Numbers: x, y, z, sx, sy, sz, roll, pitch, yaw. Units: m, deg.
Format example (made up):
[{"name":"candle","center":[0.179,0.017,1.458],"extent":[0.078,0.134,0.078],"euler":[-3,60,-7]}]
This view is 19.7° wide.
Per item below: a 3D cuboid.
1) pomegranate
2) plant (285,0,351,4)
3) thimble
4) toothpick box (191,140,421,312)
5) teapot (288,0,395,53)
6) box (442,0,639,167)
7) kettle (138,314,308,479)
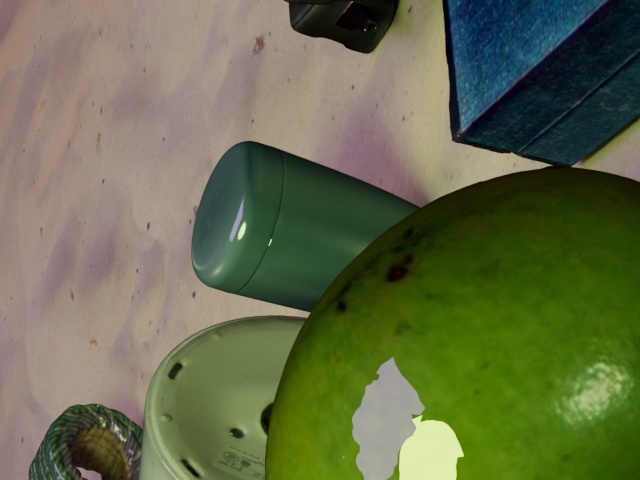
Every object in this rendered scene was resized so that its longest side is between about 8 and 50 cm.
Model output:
[{"name":"pomegranate","center":[0.125,0.122,1.020],"extent":[0.310,0.216,0.358],"euler":[-42,58,7]},{"name":"plant","center":[0.004,-0.273,1.497],"extent":[0.142,0.256,0.164],"euler":[42,114,55]},{"name":"thimble","center":[-0.240,0.247,1.938],"extent":[0.135,0.118,0.090],"euler":[61,140,31]},{"name":"toothpick box","center":[0.000,0.000,1.467],"extent":[0.120,0.184,0.120],"euler":[-50,31,46]},{"name":"teapot","center":[0.030,-0.248,1.635],"extent":[0.096,0.087,0.177],"euler":[-39,45,47]},{"name":"box","center":[0.190,-0.232,1.245],"extent":[0.261,0.116,0.279],"euler":[-40,43,51]},{"name":"kettle","center":[-0.043,0.214,1.361],"extent":[0.265,0.205,0.318],"euler":[-107,20,-47]}]
